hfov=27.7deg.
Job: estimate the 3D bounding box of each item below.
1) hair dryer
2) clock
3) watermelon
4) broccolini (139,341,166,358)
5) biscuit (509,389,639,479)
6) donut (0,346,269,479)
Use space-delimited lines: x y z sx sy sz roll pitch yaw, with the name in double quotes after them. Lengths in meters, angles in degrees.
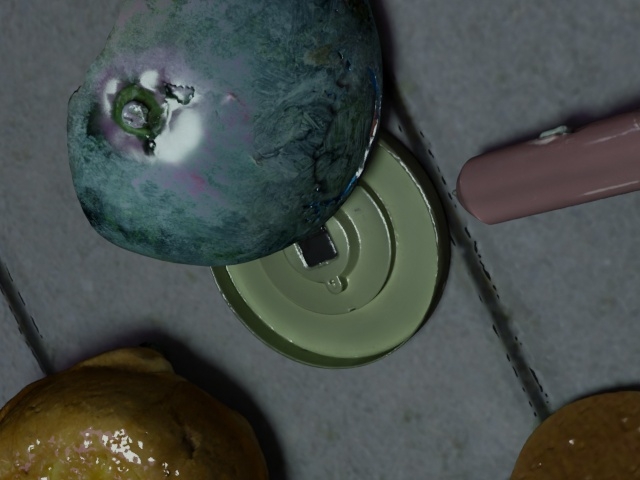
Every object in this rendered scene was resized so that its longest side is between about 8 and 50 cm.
0.227 -0.088 0.930 0.352 0.125 0.210 -15 100 40 "hair dryer"
0.000 0.000 1.132 0.235 0.029 0.235 10 113 26 "clock"
-0.072 -0.109 1.021 0.188 0.175 0.322 21 111 25 "watermelon"
-0.201 0.221 1.321 0.123 0.062 0.271 30 118 4 "broccolini"
0.257 0.234 0.982 0.202 0.044 0.288 -54 47 1 "biscuit"
-0.202 0.261 1.232 0.299 0.150 0.317 22 109 8 "donut"
